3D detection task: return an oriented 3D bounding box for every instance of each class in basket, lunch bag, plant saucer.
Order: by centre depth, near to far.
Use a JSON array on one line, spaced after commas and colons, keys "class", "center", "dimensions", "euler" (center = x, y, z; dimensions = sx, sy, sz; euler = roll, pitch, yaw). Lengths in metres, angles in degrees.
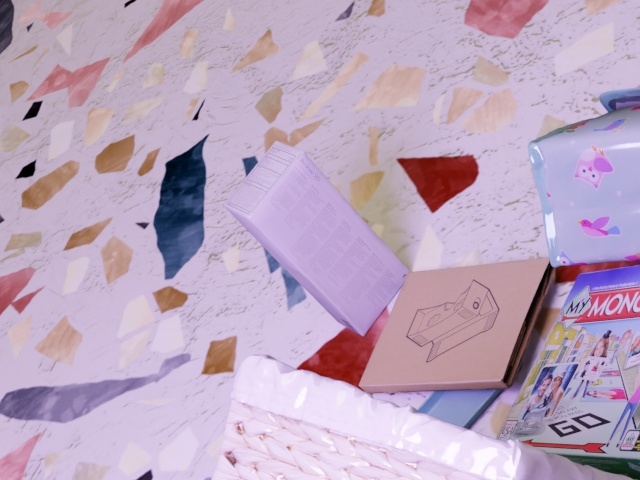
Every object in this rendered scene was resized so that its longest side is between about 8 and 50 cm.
[{"class": "basket", "center": [0.101, 0.281, 1.196], "dimensions": [0.331, 0.328, 0.266], "euler": [14, 82, 47]}, {"class": "lunch bag", "center": [0.366, -0.078, 1.449], "dimensions": [0.223, 0.160, 0.262], "euler": [-6, 12, 38]}, {"class": "plant saucer", "center": [0.136, 0.186, 1.543], "dimensions": [0.192, 0.018, 0.067], "euler": [-46, 38, -7]}]

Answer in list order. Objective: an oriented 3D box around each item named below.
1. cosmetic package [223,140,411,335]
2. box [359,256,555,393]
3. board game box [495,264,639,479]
[{"class": "cosmetic package", "center": [0.000, 0.000, 1.654], "dimensions": [0.099, 0.239, 0.060], "euler": [-50, 38, -10]}, {"class": "box", "center": [0.149, 0.094, 1.593], "dimensions": [0.201, 0.021, 0.164], "euler": [-8, 46, 44]}, {"class": "board game box", "center": [0.295, 0.117, 1.338], "dimensions": [0.213, 0.046, 0.317], "euler": [-61, 16, -17]}]
